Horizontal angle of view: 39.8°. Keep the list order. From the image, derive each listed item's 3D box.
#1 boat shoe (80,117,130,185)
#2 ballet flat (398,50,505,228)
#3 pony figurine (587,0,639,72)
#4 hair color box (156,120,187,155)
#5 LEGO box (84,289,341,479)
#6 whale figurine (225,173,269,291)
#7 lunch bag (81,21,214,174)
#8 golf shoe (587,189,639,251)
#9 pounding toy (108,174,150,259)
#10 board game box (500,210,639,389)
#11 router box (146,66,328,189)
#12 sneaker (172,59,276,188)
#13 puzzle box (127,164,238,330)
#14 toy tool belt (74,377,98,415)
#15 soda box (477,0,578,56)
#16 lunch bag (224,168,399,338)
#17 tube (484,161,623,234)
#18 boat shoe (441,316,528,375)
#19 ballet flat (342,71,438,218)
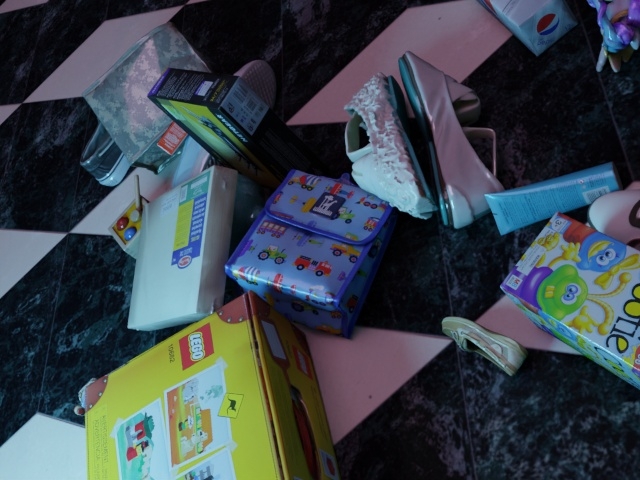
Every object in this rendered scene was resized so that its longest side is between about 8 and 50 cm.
[{"bbox_3d":[-0.507,-0.304,2.257,0.121,0.119,0.335,-5,58,37],"label":"boat shoe"},{"bbox_3d":[0.241,-0.194,1.587,0.139,0.139,0.400,-27,51,21],"label":"ballet flat"},{"bbox_3d":[0.543,-0.504,1.480,0.351,0.303,0.363,129,146,-48],"label":"pony figurine"},{"bbox_3d":[-0.305,-0.260,1.968,0.141,0.043,0.072,-52,14,3],"label":"hair color box"},{"bbox_3d":[-0.174,0.389,1.428,0.373,0.193,0.500,-30,46,16],"label":"LEGO box"},{"bbox_3d":[-0.198,-0.019,1.785,0.216,0.141,0.271,-18,49,29],"label":"whale figurine"},{"bbox_3d":[-0.375,-0.341,2.095,0.287,0.169,0.235,-40,74,11],"label":"lunch bag"},{"bbox_3d":[0.496,-0.036,1.255,0.273,0.120,0.105,18,74,46],"label":"golf shoe"},{"bbox_3d":[-0.408,-0.048,2.007,0.141,0.100,0.130,-49,43,0],"label":"pounding toy"},{"bbox_3d":[0.410,0.098,1.207,0.142,0.144,0.275,-52,42,-3],"label":"board game box"},{"bbox_3d":[-0.163,-0.215,1.776,0.243,0.309,0.081,17,71,45],"label":"router box"},{"bbox_3d":[-0.232,-0.252,1.988,0.150,0.135,0.365,12,67,40],"label":"sneaker"},{"bbox_3d":[-0.275,0.030,1.716,0.409,0.052,0.272,-16,65,60],"label":"puzzle box"},{"bbox_3d":[-0.475,0.329,1.827,0.051,0.052,0.083,19,74,54],"label":"toy tool belt"},{"bbox_3d":[0.365,-0.473,1.694,0.098,0.091,0.286,-39,43,11],"label":"soda box"},{"bbox_3d":[0.000,0.000,1.603,0.221,0.138,0.293,15,58,20],"label":"lunch bag"},{"bbox_3d":[0.373,-0.069,1.417,0.207,0.080,0.052,-18,18,25],"label":"tube"},{"bbox_3d":[0.244,0.161,1.363,0.153,0.056,0.048,22,71,38],"label":"boat shoe"},{"bbox_3d":[0.117,-0.159,1.624,0.147,0.147,0.408,-31,35,18],"label":"ballet flat"}]
